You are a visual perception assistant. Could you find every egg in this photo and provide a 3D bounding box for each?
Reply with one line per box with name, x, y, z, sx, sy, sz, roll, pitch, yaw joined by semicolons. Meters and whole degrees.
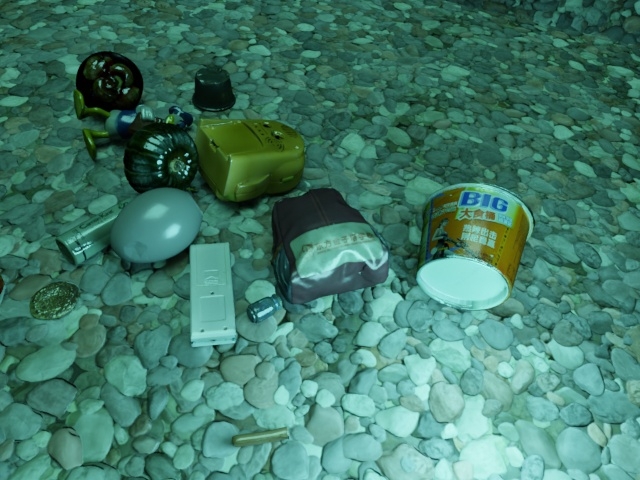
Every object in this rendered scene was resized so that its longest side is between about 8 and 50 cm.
egg;-0.417;-0.036;1.269;0.231;0.176;0.176;-32;59;-28

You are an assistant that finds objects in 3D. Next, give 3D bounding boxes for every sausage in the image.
sausage;-0.122;0.399;1.020;0.116;0.026;0.026;-5;49;-11

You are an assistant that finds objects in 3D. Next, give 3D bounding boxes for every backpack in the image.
backpack;0.000;0.000;1.285;0.283;0.197;0.317;-11;46;-15

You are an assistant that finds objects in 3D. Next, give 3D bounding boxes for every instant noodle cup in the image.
instant noodle cup;0.376;0.027;1.265;0.296;0.296;0.214;17;56;8

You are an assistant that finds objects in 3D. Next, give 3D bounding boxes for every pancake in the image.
pancake;-0.631;0.141;1.192;0.114;0.011;0.115;4;48;-4

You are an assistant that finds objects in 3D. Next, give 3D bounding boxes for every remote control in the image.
remote control;-0.265;0.126;1.228;0.102;0.056;0.277;-4;50;-11

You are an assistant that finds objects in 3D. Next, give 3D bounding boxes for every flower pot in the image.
flower pot;-0.380;-0.545;1.784;0.157;0.107;0.158;5;48;-6

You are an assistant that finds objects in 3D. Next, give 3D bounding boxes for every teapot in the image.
teapot;-0.139;0.166;1.220;0.083;0.063;0.049;-24;87;-30

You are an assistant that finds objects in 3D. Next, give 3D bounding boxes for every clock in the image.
clock;-0.191;-0.250;1.500;0.316;0.200;0.244;-17;55;-32

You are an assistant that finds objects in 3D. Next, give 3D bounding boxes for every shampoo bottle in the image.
shampoo bottle;-0.550;-0.040;1.317;0.085;0.085;0.262;34;52;21

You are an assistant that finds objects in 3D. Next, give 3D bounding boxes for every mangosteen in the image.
mangosteen;-0.675;-0.506;1.621;0.211;0.212;0.250;-19;19;-23

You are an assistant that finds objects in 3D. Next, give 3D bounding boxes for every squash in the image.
squash;-0.439;-0.219;1.391;0.172;0.218;0.218;29;50;9

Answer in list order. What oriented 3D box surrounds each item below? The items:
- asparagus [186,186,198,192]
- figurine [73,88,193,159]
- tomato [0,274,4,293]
asparagus;-0.424;-0.154;1.484;0.127;0.018;0.015;4;73;-4
figurine;-0.541;-0.370;1.554;0.338;0.205;0.283;-19;26;-38
tomato;-0.784;0.103;1.161;0.075;0.087;0.087;-17;46;14
